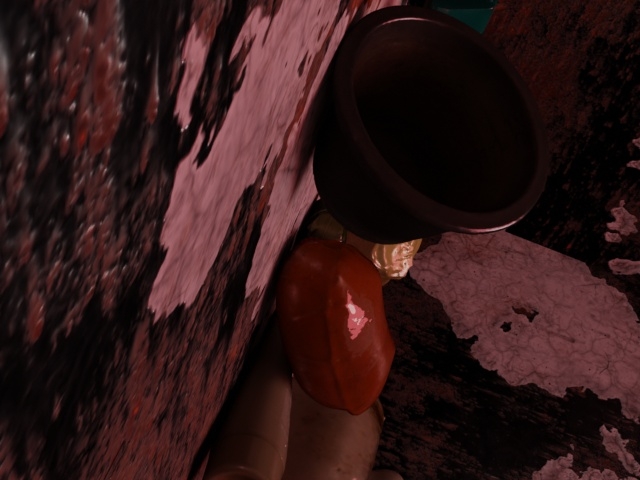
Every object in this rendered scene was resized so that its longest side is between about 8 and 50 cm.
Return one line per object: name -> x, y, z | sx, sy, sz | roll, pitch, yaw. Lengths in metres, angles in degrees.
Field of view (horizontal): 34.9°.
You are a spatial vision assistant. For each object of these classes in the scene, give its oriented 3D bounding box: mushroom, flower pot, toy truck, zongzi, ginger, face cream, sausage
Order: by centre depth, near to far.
flower pot -> 0.085, -0.086, 0.980 | 0.148, 0.235, 0.235 | -43, -161, 53
sausage -> 0.016, 0.105, 1.175 | 0.258, 0.133, 0.133 | 77, 28, -44
face cream -> -0.071, 0.194, 1.203 | 0.341, 0.084, 0.137 | -79, -174, -64
zongzi -> 0.000, 0.000, 1.249 | 0.119, 0.055, 0.109 | -82, -168, -56
toy truck -> 0.201, -0.383, 1.410 | 0.114, 0.124, 0.253 | 109, 6, -62
mushroom -> 0.002, 0.374, 1.462 | 0.362, 0.294, 0.362 | 20, 90, -88
ginger -> 0.060, 0.010, 1.470 | 0.267, 0.152, 0.138 | -168, -108, -77

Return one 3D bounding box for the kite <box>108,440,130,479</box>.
kite -> -0.133, 0.153, 0.601 | 0.044, 0.002, 0.078 | 95, 18, -76
